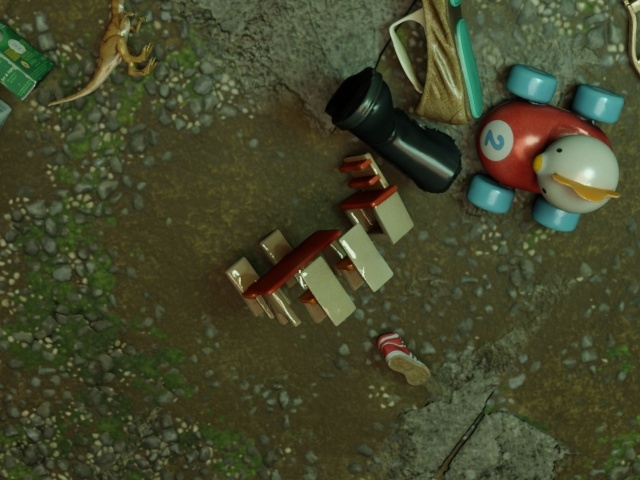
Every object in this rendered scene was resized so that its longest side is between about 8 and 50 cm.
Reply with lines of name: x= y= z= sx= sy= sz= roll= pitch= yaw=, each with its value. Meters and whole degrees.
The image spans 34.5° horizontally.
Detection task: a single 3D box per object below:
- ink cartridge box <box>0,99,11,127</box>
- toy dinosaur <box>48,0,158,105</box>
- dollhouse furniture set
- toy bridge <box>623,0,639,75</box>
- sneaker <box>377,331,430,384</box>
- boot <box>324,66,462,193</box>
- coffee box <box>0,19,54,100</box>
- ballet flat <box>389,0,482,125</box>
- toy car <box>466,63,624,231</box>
ink cartridge box: x=-0.575 y=-0.035 z=1.441 sx=0.071 sy=0.324 sz=0.330 roll=30 pitch=107 yaw=-10
toy dinosaur: x=-0.302 y=-0.274 z=1.511 sx=0.112 sy=0.064 sz=0.212 roll=24 pitch=99 yaw=9
dollhouse furniture set: x=0.000 y=0.000 z=1.523 sx=0.259 sy=0.262 sz=0.135 roll=-40 pitch=107 yaw=-23
toy bridge: x=0.496 y=-0.278 z=1.537 sx=0.063 sy=0.026 sz=0.188 roll=-31 pitch=107 yaw=11
sneaker: x=0.135 y=0.192 z=1.696 sx=0.042 sy=0.067 sz=0.118 roll=-40 pitch=136 yaw=10
boot: x=0.117 y=-0.150 z=1.463 sx=0.207 sy=0.246 sz=0.094 roll=34 pitch=93 yaw=-10
coffee box: x=-0.474 y=-0.285 z=1.467 sx=0.184 sy=0.113 sz=0.040 roll=40 pitch=107 yaw=-15
ballet flat: x=0.158 y=-0.329 z=1.481 sx=0.124 sy=0.116 sz=0.343 roll=0 pitch=115 yaw=19
toy car: x=0.340 y=-0.110 z=1.482 sx=0.210 sy=0.238 sz=0.219 roll=15 pitch=108 yaw=-7
